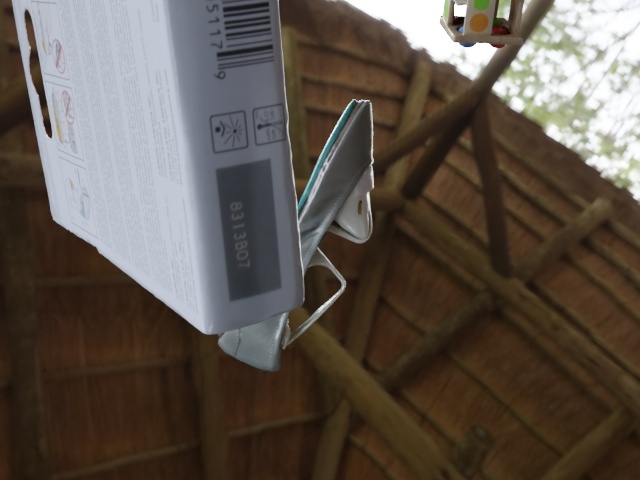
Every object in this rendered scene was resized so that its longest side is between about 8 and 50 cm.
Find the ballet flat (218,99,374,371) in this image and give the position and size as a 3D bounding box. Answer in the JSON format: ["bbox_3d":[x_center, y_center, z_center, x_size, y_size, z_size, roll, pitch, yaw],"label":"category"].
[{"bbox_3d":[0.000,0.000,0.752,0.068,0.213,0.072,31,180,1],"label":"ballet flat"}]

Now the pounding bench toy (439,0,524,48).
[{"bbox_3d":[0.117,-0.182,0.750,0.052,0.065,0.083,0,-152,-7],"label":"pounding bench toy"}]

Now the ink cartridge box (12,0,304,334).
[{"bbox_3d":[-0.091,-0.078,0.501,0.066,0.189,0.232,-14,-160,-24],"label":"ink cartridge box"}]
